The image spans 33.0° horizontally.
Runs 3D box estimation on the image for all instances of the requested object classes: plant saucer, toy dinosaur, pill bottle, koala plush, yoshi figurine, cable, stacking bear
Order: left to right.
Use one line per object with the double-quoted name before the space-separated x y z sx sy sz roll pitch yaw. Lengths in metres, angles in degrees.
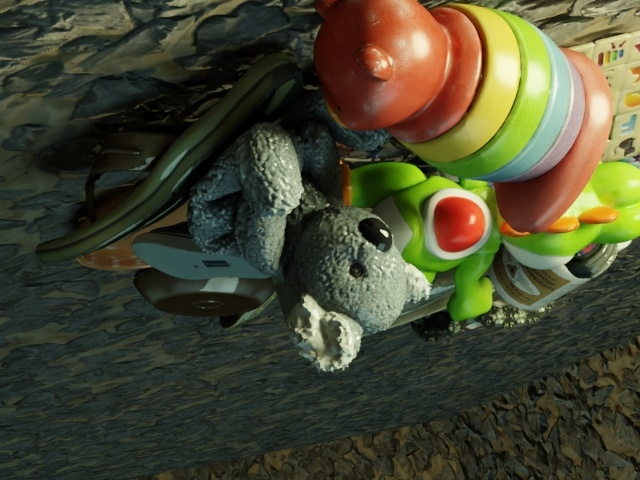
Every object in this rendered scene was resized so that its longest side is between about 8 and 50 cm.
"plant saucer" -0.183 -0.019 1.221 0.200 0.037 0.200 -14 162 -5
"plant saucer" -0.153 0.072 1.459 0.199 0.036 0.198 -1 163 0
"koala plush" 0.000 0.000 1.014 0.203 0.221 0.196 -40 180 44
"toy dinosaur" 0.056 -0.109 1.094 0.090 0.082 0.047 13 121 -3
"stacking bear" 0.113 -0.133 0.951 0.289 0.175 0.164 13 130 -42
"yoshi figurine" 0.171 -0.029 1.189 0.362 0.203 0.203 -5 141 12
"pill bottle" 0.369 0.011 1.661 0.131 0.131 0.229 -7 160 -29
"cable" 0.312 -0.039 1.318 0.139 0.287 0.072 -33 120 3

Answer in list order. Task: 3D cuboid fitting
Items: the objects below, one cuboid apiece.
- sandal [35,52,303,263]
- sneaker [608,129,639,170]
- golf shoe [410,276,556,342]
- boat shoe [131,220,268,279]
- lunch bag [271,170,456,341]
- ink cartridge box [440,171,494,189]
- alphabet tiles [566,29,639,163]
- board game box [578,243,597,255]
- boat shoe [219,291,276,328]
"sandal" -0.146 -0.081 0.996 0.303 0.086 0.120 -40 179 14
"sneaker" 0.407 -0.134 1.334 0.098 0.083 0.224 -30 158 23
"golf shoe" 0.301 0.120 2.037 0.273 0.105 0.120 -11 179 1
"boat shoe" -0.113 -0.007 1.160 0.183 0.083 0.065 3 144 29
"lunch bag" 0.061 0.034 1.396 0.235 0.169 0.287 -18 174 2
"ink cartridge box" 0.206 -0.096 1.312 0.088 0.052 0.122 -26 159 27
"alphabet tiles" 0.367 -0.164 1.205 0.237 0.009 0.198 -15 142 -6
"board game box" 0.500 -0.104 1.425 0.208 0.056 0.347 -43 -177 -40
"boat shoe" -0.108 0.098 1.633 0.045 0.050 0.135 3 155 -34
